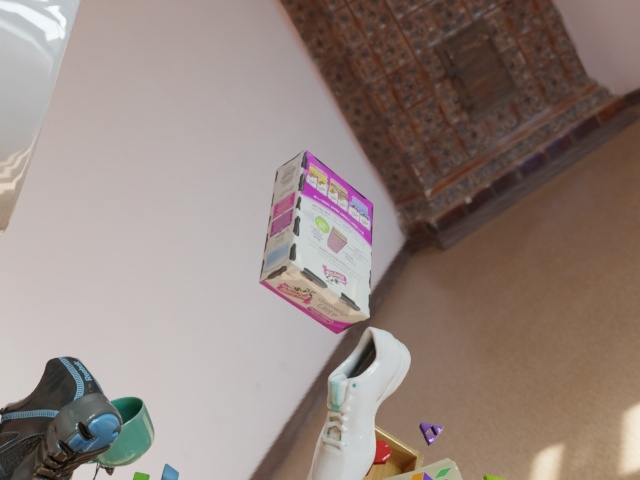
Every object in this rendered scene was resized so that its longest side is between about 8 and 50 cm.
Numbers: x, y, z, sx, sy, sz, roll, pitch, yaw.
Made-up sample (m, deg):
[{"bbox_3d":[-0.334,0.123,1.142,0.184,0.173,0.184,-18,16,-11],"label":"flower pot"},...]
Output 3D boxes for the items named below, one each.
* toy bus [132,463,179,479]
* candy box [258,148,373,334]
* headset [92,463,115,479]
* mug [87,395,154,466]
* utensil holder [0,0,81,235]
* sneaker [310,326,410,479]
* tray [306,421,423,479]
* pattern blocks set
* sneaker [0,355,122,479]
[{"bbox_3d":[-0.253,0.491,1.363,0.202,0.191,0.104,-56,15,24],"label":"toy bus"},{"bbox_3d":[0.000,0.000,1.220,0.071,0.159,0.233,-32,35,33],"label":"candy box"},{"bbox_3d":[-0.589,0.458,1.959,0.243,0.185,0.394,-24,24,-34],"label":"headset"},{"bbox_3d":[-0.406,0.386,1.620,0.157,0.097,0.129,-14,19,10],"label":"mug"},{"bbox_3d":[-0.437,-0.197,0.741,0.327,0.385,0.328,-50,30,44],"label":"utensil holder"},{"bbox_3d":[0.031,0.202,0.991,0.080,0.094,0.212,12,70,36],"label":"sneaker"},{"bbox_3d":[0.061,0.514,1.530,0.076,0.203,0.411,-52,7,35],"label":"tray"},{"bbox_3d":[0.188,0.453,1.356,0.285,0.026,0.325,-4,51,-7],"label":"pattern blocks set"},{"bbox_3d":[-0.420,0.313,1.185,0.341,0.140,0.125,-45,-31,12],"label":"sneaker"}]
